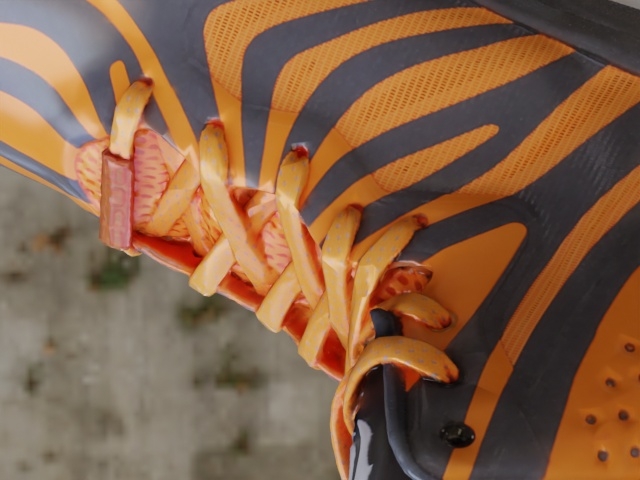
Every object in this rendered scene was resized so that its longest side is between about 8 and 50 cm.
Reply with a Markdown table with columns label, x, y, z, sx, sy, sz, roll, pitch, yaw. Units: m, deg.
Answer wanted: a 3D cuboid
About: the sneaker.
| label | x | y | z | sx | sy | sz | roll | pitch | yaw |
| --- | --- | --- | --- | --- | --- | --- | --- | --- | --- |
| sneaker | 0.000 | 0.000 | 0.491 | 0.321 | 0.124 | 0.180 | 12 | -128 | 10 |
